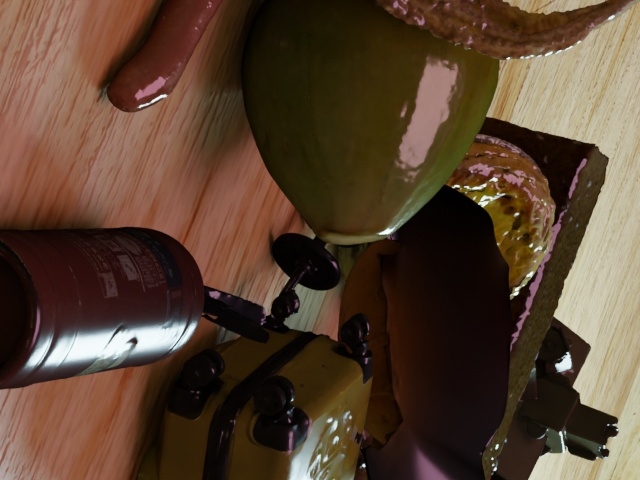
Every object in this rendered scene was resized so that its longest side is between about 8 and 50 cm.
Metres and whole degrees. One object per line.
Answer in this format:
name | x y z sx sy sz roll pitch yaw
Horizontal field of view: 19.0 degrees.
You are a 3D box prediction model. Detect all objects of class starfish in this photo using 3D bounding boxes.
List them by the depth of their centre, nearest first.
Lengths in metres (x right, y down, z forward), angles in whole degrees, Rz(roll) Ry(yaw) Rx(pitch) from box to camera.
starfish | 0.061 -0.284 1.391 0.132 0.398 0.384 -29 -148 56

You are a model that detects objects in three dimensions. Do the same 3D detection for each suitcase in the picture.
suitcase | -0.058 0.180 1.648 0.194 0.143 0.235 -36 141 -58

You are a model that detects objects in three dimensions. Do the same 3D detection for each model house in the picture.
model house | 0.229 0.178 2.239 0.211 0.243 0.204 -60 158 -24

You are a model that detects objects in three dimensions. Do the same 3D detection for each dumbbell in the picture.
dumbbell | 0.000 0.000 1.734 0.147 0.069 0.069 -56 156 -33

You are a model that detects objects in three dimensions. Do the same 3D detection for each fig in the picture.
fig | 0.030 -0.117 1.523 0.230 0.207 0.207 -65 161 6

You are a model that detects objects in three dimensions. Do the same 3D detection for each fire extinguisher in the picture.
fire extinguisher | -0.138 0.048 1.322 0.344 0.138 0.102 -1 113 -68

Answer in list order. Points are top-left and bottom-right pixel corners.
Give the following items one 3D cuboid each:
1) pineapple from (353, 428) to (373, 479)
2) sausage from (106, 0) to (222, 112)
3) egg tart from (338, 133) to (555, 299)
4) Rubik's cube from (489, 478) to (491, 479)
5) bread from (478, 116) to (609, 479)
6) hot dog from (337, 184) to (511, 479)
pineapple | 0.004 0.201 1.876 0.128 0.128 0.248 -68 155 -7
sausage | -0.095 -0.165 1.374 0.186 0.043 0.043 -62 159 -21
egg tart | 0.122 -0.013 1.929 0.234 0.094 0.234 -11 126 -15
Rubik's cube | 0.102 0.325 2.187 0.155 0.151 0.154 -61 157 -24
bread | 0.167 0.072 2.098 0.417 0.165 0.113 -68 159 -4
hot dog | 0.076 0.115 1.809 0.107 0.194 0.326 -20 -130 61
